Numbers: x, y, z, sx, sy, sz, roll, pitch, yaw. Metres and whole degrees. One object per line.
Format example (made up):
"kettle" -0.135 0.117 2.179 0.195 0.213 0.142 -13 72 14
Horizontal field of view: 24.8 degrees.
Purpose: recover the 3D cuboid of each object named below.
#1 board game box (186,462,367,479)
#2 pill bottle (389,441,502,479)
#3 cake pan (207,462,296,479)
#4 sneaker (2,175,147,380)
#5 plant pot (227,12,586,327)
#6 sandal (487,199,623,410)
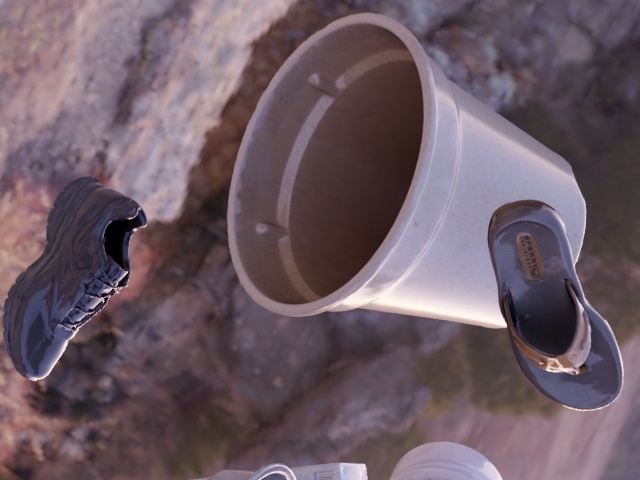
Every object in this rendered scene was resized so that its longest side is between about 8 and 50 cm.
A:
"board game box" -0.085 0.407 1.845 0.097 0.303 0.224 17 65 -66
"pill bottle" 0.114 0.339 1.523 0.283 0.160 0.160 -60 170 -64
"cake pan" -0.104 0.356 1.444 0.293 0.054 0.293 15 90 -71
"sneaker" -0.327 0.057 1.948 0.109 0.130 0.286 28 81 -61
"plant pot" 0.117 -0.043 1.619 0.305 0.334 0.334 19 101 -35
"sandal" 0.200 0.066 1.246 0.060 0.090 0.219 -83 156 -58
